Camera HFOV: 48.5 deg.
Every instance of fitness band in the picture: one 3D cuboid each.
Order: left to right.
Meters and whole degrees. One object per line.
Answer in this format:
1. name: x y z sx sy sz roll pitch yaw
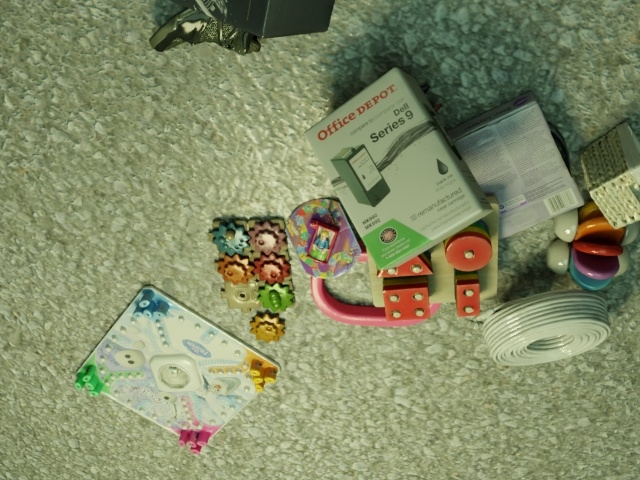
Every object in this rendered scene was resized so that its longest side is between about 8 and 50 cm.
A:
1. fitness band: 0.123 0.098 1.547 0.291 0.054 0.208 3 123 6

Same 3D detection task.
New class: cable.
1. cable: 0.471 0.184 1.480 0.257 0.089 0.257 -30 144 36

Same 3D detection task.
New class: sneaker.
1. sneaker: -0.190 -0.366 1.263 0.228 0.087 0.130 -24 111 14

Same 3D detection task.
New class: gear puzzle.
1. gear puzzle: -0.147 0.104 1.587 0.176 0.044 0.338 -1 123 7

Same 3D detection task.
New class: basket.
1. basket: 0.548 -0.116 1.294 0.103 0.167 0.113 -31 115 28

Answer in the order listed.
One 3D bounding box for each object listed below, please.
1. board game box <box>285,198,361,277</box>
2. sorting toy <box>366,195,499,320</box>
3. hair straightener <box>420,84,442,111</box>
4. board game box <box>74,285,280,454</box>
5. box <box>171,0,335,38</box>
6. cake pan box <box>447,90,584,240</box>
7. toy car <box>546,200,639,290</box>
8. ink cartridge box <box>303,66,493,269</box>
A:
1. board game box: 0.000 0.000 1.469 0.133 0.033 0.168 -24 92 17
2. sorting toy: 0.222 0.049 1.402 0.257 0.089 0.255 -4 130 7
3. hair straightener: 0.115 -0.228 1.353 0.230 0.047 0.089 -32 91 30
4. board game box: -0.363 0.339 1.762 0.390 0.050 0.390 34 120 -15
5. box: -0.120 -0.509 1.020 0.313 0.179 0.343 27 120 22
6. cake pan box: 0.344 -0.127 1.368 0.267 0.070 0.245 -26 119 21
7. toy car: 0.540 0.019 1.397 0.159 0.136 0.181 3 123 4
8. ink cartridge box: 0.133 -0.123 1.250 0.211 0.121 0.289 -33 80 20
